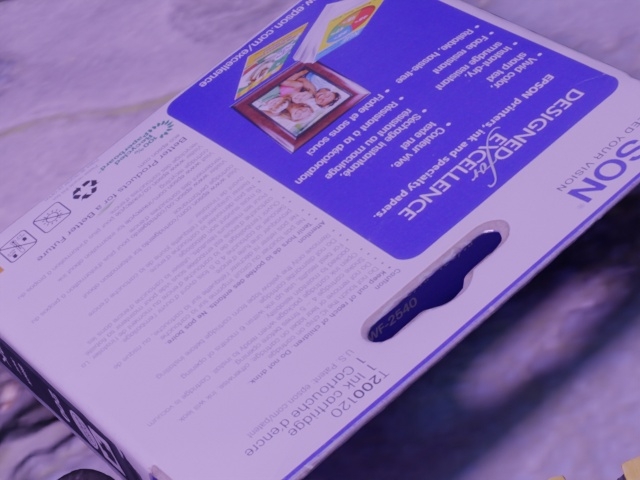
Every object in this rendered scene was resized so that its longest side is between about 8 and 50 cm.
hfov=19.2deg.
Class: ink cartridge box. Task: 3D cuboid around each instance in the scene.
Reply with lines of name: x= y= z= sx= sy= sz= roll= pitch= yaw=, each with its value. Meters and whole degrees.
ink cartridge box: x=0.000 y=0.000 z=0.640 sx=0.206 sy=0.045 sz=0.208 roll=-39 pitch=36 yaw=-14

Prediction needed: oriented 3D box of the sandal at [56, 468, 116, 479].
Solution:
sandal: x=-0.105 y=0.135 z=0.550 sx=0.067 sy=0.040 sz=0.179 roll=3 pitch=46 yaw=37

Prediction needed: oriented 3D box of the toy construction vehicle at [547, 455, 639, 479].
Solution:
toy construction vehicle: x=0.060 y=0.097 z=0.492 sx=0.098 sy=0.035 sz=0.086 roll=-22 pitch=36 yaw=9
